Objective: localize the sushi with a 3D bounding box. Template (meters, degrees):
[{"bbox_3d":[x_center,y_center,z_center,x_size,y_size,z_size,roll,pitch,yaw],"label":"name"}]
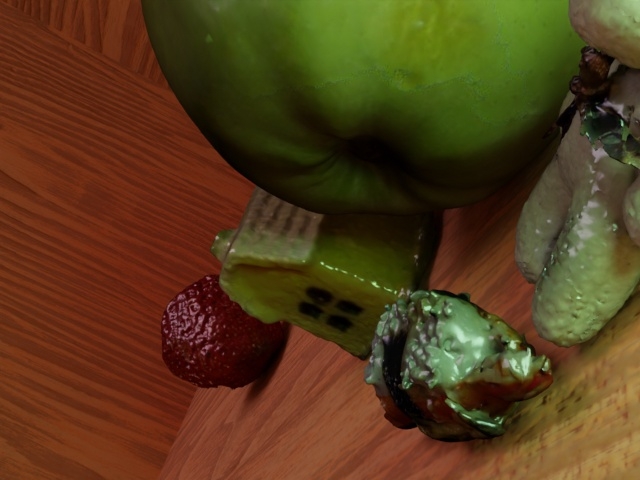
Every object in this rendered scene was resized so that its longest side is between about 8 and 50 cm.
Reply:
[{"bbox_3d":[0.092,0.086,0.517,0.097,0.103,0.226,-48,5,-20],"label":"sushi"}]

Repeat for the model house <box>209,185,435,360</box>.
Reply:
[{"bbox_3d":[0.000,0.000,0.872,0.175,0.234,0.193,-53,15,50],"label":"model house"}]

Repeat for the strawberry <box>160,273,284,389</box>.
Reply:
[{"bbox_3d":[-0.195,0.200,1.517,0.277,0.257,0.257,13,73,47],"label":"strawberry"}]

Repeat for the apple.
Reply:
[{"bbox_3d":[0.051,-0.245,0.681,0.473,0.474,0.473,-60,8,15],"label":"apple"}]

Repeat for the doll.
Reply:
[{"bbox_3d":[0.175,-0.070,0.413,0.175,0.149,0.278,49,130,46],"label":"doll"}]
